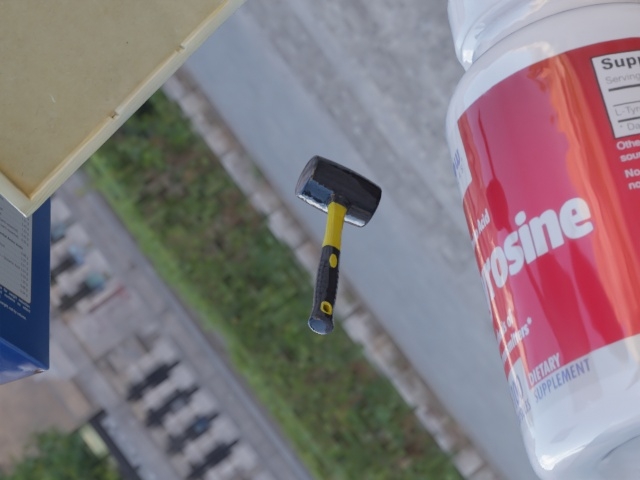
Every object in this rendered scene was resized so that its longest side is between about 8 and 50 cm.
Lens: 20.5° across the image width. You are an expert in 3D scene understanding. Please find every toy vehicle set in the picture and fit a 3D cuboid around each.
[{"bbox_3d":[-0.162,-0.152,0.792,0.267,0.166,0.035,49,175,-38],"label":"toy vehicle set"}]

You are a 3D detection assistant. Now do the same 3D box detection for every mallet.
[{"bbox_3d":[0.000,0.000,1.283,0.062,0.039,0.189,30,-148,-6],"label":"mallet"}]

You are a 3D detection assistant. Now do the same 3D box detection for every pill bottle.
[{"bbox_3d":[0.225,-0.030,1.351,0.229,0.229,0.407,71,-174,-64],"label":"pill bottle"}]

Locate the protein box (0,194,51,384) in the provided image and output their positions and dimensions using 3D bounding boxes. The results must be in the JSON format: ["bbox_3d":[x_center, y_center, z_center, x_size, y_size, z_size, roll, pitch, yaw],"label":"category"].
[{"bbox_3d":[-0.284,-0.024,1.145,0.200,0.136,0.201,42,-144,-52],"label":"protein box"}]
